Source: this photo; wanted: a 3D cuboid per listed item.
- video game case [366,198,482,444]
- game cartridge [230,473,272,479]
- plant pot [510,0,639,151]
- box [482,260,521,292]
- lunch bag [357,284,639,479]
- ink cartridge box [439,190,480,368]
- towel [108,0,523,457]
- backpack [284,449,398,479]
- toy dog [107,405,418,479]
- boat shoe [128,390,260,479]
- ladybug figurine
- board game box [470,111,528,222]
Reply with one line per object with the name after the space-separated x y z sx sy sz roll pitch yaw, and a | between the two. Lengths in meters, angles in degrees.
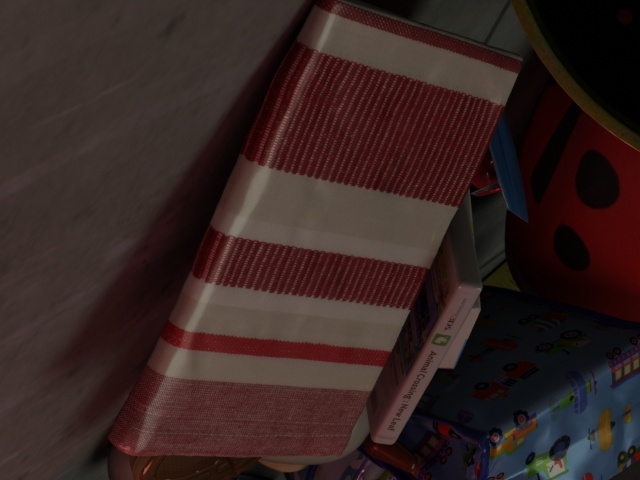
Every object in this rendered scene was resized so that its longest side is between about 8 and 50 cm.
0.069 0.018 1.552 0.193 0.023 0.212 115 -23 -43 | video game case
-0.116 0.318 1.953 0.196 0.060 0.294 -54 165 -1 | game cartridge
0.301 -0.219 1.393 0.366 0.366 0.353 -52 178 4 | plant pot
0.253 0.044 2.370 0.232 0.058 0.087 -38 160 -42 | box
0.132 0.128 1.828 0.221 0.293 0.138 -27 126 -30 | lunch bag
0.088 0.004 1.666 0.104 0.061 0.181 107 -16 -57 | ink cartridge box
0.000 0.000 1.351 0.237 0.037 0.329 9 110 -53 | towel
0.137 0.209 2.027 0.355 0.273 0.290 12 125 -31 | backpack
-0.030 0.172 1.631 0.334 0.161 0.220 -38 161 -40 | toy dog
-0.045 0.072 1.468 0.285 0.089 0.104 -46 145 -16 | boat shoe
0.291 -0.076 1.851 0.305 0.162 0.449 -100 -158 -44 | ladybug figurine
0.134 -0.080 1.650 0.033 0.133 0.169 -14 172 12 | board game box
